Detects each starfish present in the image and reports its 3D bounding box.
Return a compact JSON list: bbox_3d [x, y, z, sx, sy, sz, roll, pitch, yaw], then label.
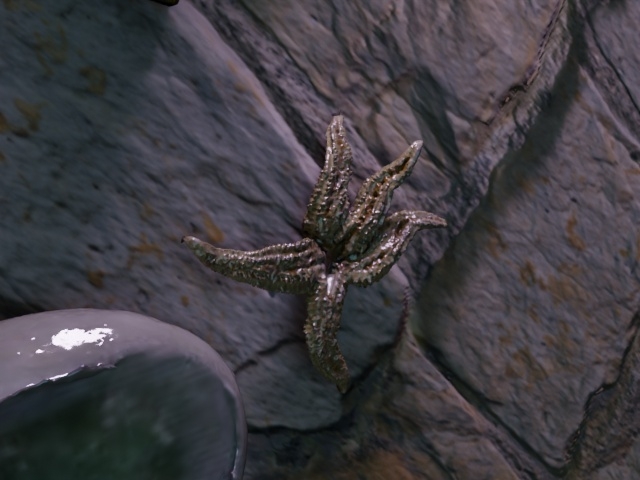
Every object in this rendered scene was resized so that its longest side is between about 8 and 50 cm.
[{"bbox_3d":[0.016,-0.016,1.223,0.301,0.084,0.294,44,73,-26],"label":"starfish"}]

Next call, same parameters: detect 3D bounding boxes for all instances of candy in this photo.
[{"bbox_3d":[-0.269,0.250,1.060,0.426,0.186,0.386,-23,113,-23],"label":"candy"}]

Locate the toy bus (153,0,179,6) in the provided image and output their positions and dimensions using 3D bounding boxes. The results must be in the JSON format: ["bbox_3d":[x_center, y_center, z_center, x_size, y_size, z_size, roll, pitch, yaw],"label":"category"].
[{"bbox_3d":[-0.160,-0.400,1.053,0.138,0.167,0.275,14,89,-25],"label":"toy bus"}]
